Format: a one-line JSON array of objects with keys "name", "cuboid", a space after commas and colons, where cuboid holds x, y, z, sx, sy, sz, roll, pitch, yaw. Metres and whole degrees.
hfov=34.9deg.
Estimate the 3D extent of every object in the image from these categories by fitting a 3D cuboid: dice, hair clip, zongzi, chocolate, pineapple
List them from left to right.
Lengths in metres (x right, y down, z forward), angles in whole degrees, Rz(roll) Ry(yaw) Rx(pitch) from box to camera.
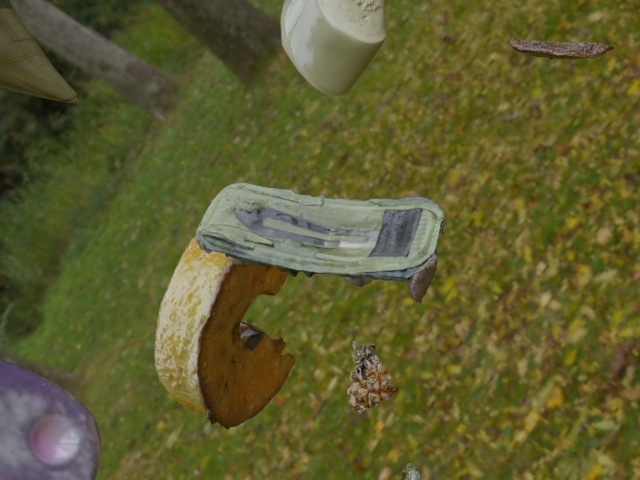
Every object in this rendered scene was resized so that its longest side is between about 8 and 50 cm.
[{"name": "zongzi", "cuboid": [-0.479, -0.218, 1.225, 0.289, 0.317, 0.154, -30, 17, 39]}, {"name": "dice", "cuboid": [-0.473, 0.317, 1.351, 0.270, 0.271, 0.270, -29, 37, 49]}, {"name": "hair clip", "cuboid": [0.001, 0.001, 1.337, 0.091, 0.322, 0.138, 79, -155, -45]}, {"name": "pineapple", "cuboid": [0.083, 0.207, 1.596, 0.114, 0.077, 0.114, -31, 72, 52]}, {"name": "chocolate", "cuboid": [0.168, 0.053, 1.734, 0.064, 0.031, 0.100, -93, 19, -51]}]

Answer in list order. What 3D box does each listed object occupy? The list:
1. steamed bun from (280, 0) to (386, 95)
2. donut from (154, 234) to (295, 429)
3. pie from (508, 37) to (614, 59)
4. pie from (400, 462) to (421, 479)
[{"name": "steamed bun", "cuboid": [0.012, -0.406, 1.864, 0.200, 0.155, 0.250, -45, 42, 48]}, {"name": "donut", "cuboid": [-0.195, 0.155, 2.046, 0.378, 0.164, 0.434, -27, -53, -59]}, {"name": "pie", "cuboid": [0.390, -0.322, 1.727, 0.191, 0.088, 0.033, 13, 110, 36]}, {"name": "pie", "cuboid": [0.142, 0.398, 1.628, 0.084, 0.020, 0.084, -172, 90, -82]}]
